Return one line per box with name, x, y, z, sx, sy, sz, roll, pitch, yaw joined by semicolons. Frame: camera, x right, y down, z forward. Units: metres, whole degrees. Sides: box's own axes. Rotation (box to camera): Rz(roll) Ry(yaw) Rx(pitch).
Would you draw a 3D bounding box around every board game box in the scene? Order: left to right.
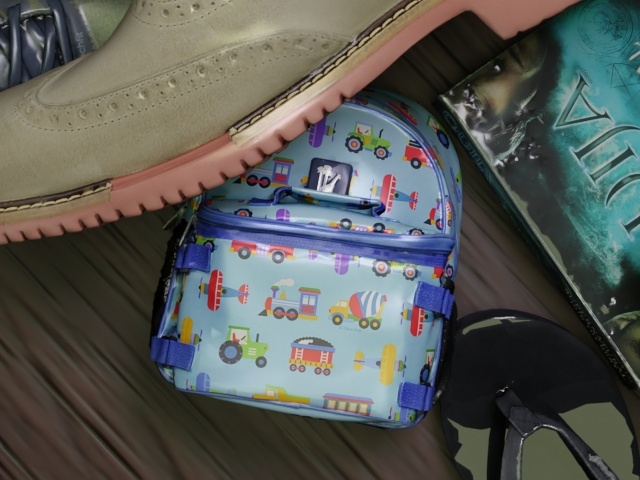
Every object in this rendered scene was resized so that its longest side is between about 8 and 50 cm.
board game box;0.161;-0.032;0.864;0.126;0.026;0.186;-35;91;-10

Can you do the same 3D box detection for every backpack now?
backpack;0.000;0.000;0.833;0.158;0.117;0.173;13;88;-1

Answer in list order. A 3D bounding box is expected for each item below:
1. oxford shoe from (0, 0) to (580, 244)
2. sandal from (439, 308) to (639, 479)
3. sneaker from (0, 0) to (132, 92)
oxford shoe;-0.023;-0.129;0.729;0.397;0.140;0.146;-28;110;9
sandal;0.135;0.155;0.863;0.097;0.054;0.254;-19;91;0
sneaker;-0.190;-0.076;0.828;0.300;0.121;0.111;-16;91;0
